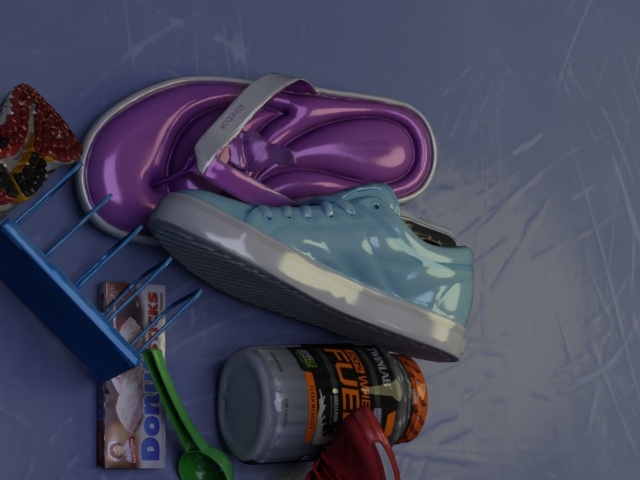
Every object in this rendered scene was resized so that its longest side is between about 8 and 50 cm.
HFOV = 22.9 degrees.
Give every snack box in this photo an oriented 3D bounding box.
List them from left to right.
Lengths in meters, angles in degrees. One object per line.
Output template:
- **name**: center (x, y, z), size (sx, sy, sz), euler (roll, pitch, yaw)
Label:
- **snack box**: center (-0.181, 0.129, 1.510), size (0.064, 0.022, 0.178), euler (5, 78, -30)

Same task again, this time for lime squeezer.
- **lime squeezer**: center (-0.120, 0.258, 1.484), size (0.110, 0.059, 0.310), euler (20, 68, -71)

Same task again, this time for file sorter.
- **file sorter**: center (-0.209, 0.028, 1.439), size (0.170, 0.118, 0.104), euler (47, 65, -7)

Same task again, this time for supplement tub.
- **supplement tub**: center (0.004, 0.160, 1.561), size (0.190, 0.117, 0.117), euler (0, 81, -31)

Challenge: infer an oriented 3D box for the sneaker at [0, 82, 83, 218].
- **sneaker**: center (-0.286, -0.073, 1.409), size (0.088, 0.093, 0.225), euler (51, 21, -8)

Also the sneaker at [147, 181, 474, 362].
- **sneaker**: center (0.000, 0.000, 1.560), size (0.366, 0.135, 0.150), euler (25, 71, -32)

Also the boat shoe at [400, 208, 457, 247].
- **boat shoe**: center (0.093, -0.001, 1.675), size (0.142, 0.049, 0.040), euler (13, 42, -36)

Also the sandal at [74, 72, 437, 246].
- **sandal**: center (-0.048, -0.097, 1.587), size (0.416, 0.102, 0.169), euler (-10, 86, -32)

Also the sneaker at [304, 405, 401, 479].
- **sneaker**: center (0.000, 0.251, 1.499), size (0.128, 0.221, 0.087), euler (-16, 47, -17)
